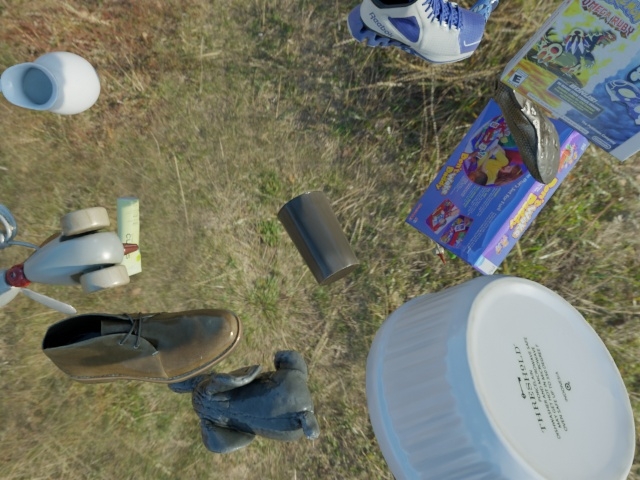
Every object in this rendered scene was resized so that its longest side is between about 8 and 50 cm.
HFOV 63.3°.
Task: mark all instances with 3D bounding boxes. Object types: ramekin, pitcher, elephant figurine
[{"bbox_3d":[0.194,0.159,0.538,0.273,0.127,0.273,16,53,-23],"label":"ramekin"},{"bbox_3d":[-0.557,-0.315,1.042,0.178,0.207,0.125,5,110,2],"label":"pitcher"},{"bbox_3d":[-0.142,0.277,0.879,0.239,0.186,0.169,3,54,-14],"label":"elephant figurine"}]

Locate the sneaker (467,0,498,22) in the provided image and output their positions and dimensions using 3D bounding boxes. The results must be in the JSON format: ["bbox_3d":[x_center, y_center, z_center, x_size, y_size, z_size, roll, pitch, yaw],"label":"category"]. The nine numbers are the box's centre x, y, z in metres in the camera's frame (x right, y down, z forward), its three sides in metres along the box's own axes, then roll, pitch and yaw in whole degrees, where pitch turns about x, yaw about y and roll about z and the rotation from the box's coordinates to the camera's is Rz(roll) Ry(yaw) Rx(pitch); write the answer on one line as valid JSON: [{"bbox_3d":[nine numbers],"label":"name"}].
[{"bbox_3d":[0.400,-0.562,1.310,0.144,0.053,0.059,-39,65,-7],"label":"sneaker"}]

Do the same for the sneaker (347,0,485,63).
[{"bbox_3d":[0.231,-0.506,1.155,0.316,0.182,0.127,5,77,-9],"label":"sneaker"}]

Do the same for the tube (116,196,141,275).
[{"bbox_3d":[-0.570,-0.009,1.549,0.070,0.062,0.240,-2,105,-23],"label":"tube"}]

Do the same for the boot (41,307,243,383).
[{"bbox_3d":[-0.275,0.155,0.802,0.305,0.115,0.112,-10,56,3],"label":"boot"}]

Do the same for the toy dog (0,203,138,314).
[{"bbox_3d":[-0.497,0.042,1.017,0.334,0.161,0.220,3,91,18],"label":"toy dog"}]

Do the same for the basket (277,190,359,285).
[{"bbox_3d":[0.000,0.000,1.453,0.154,0.204,0.227,-30,74,5],"label":"basket"}]

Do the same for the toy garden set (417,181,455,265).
[{"bbox_3d":[0.402,-0.039,1.713,0.049,0.204,0.244,-6,50,-16],"label":"toy garden set"}]

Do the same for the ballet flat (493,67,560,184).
[{"bbox_3d":[0.361,-0.197,0.914,0.250,0.058,0.084,48,69,-35],"label":"ballet flat"}]

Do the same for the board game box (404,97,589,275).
[{"bbox_3d":[0.377,-0.123,1.152,0.078,0.233,0.347,29,99,-40],"label":"board game box"}]

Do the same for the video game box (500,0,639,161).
[{"bbox_3d":[0.361,-0.211,0.629,0.205,0.187,0.048,32,56,-3],"label":"video game box"}]
